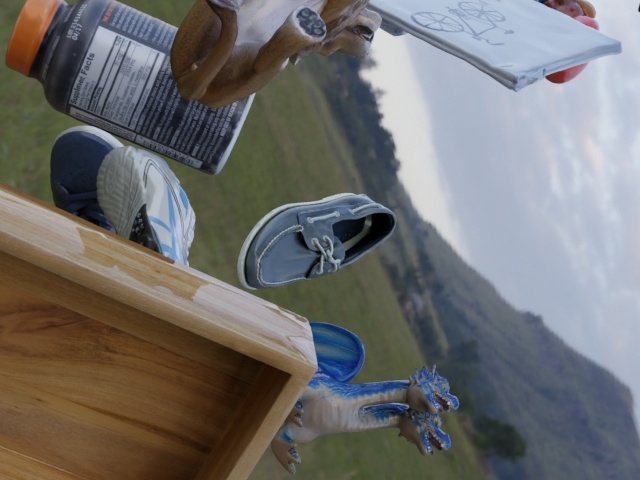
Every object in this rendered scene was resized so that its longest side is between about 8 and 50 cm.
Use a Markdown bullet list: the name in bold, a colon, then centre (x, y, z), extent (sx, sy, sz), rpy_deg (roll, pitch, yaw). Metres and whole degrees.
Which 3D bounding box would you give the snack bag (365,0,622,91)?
- **snack bag**: centre (0.175, -0.278, 1.281), extent (0.342, 0.323, 0.037), rpy_deg (32, -58, 25)

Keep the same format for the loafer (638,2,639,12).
- **loafer**: centre (0.447, -0.297, 1.224), extent (0.061, 0.170, 0.062), rpy_deg (53, -22, 24)

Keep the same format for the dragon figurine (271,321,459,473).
- **dragon figurine**: centre (-0.012, 0.127, 0.940), extent (0.289, 0.144, 0.085), rpy_deg (21, -66, 43)

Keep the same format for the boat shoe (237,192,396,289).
- **boat shoe**: centre (0.000, 0.000, 1.625), extent (0.319, 0.099, 0.116), rpy_deg (-25, 121, -48)

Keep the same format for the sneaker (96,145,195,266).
- **sneaker**: centre (-0.139, 0.005, 0.904), extent (0.086, 0.085, 0.237), rpy_deg (19, 34, -32)

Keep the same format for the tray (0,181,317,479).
- **tray**: centre (-0.231, 0.065, 0.688), extent (0.203, 0.411, 0.076), rpy_deg (-58, -161, 19)

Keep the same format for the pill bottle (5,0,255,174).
- **pill bottle**: centre (-0.195, -0.172, 1.082), extent (0.130, 0.245, 0.130), rpy_deg (-157, -90, -81)

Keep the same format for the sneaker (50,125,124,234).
- **sneaker**: centre (-0.272, 0.036, 1.286), extent (0.148, 0.131, 0.350), rpy_deg (-45, 124, -68)

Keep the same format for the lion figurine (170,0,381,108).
- **lion figurine**: centre (-0.043, -0.207, 0.936), extent (0.142, 0.240, 0.392), rpy_deg (55, 41, -2)

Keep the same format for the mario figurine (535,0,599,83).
- **mario figurine**: centre (0.335, -0.403, 1.693), extent (0.320, 0.198, 0.170), rpy_deg (66, 29, -6)
